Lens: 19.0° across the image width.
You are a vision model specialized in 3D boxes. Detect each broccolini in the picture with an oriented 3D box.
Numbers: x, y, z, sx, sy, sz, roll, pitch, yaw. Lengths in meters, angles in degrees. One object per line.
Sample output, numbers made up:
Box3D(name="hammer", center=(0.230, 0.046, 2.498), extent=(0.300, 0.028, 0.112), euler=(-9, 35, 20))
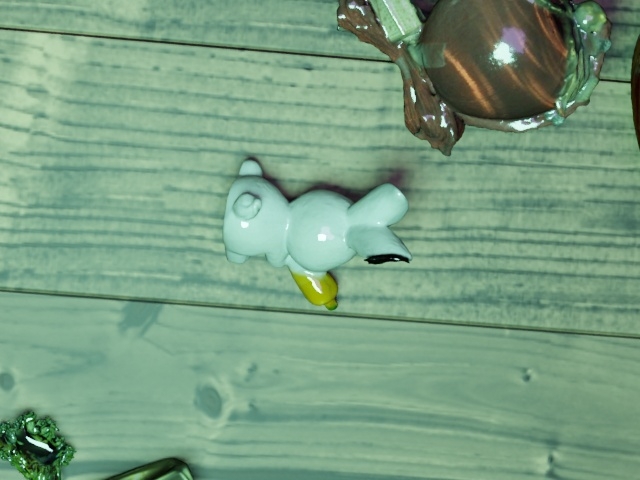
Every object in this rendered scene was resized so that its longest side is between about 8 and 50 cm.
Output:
Box3D(name="broccolini", center=(-0.245, 0.281, 1.862), extent=(0.057, 0.071, 0.254), euler=(-35, 110, -41))

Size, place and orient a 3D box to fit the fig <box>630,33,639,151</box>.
Box3D(name="fig", center=(0.359, -0.091, 1.805), extent=(0.145, 0.170, 0.274), euler=(0, 116, -9))

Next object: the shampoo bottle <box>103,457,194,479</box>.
Box3D(name="shampoo bottle", center=(-0.129, 0.391, 1.851), extent=(0.125, 0.084, 0.350), euler=(-18, 99, -14))

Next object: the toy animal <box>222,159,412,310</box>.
Box3D(name="toy animal", center=(0.000, 0.000, 1.796), extent=(0.181, 0.127, 0.131), euler=(9, 90, 6))

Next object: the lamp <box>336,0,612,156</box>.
Box3D(name="lamp", center=(0.146, -0.188, 1.767), extent=(0.223, 0.151, 0.215), euler=(-28, 94, 2))
